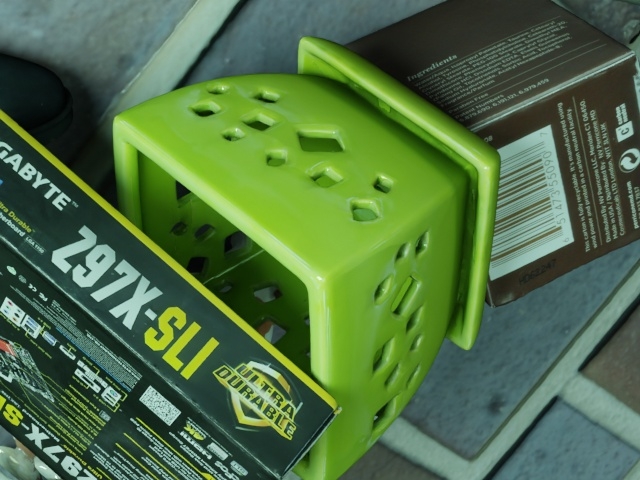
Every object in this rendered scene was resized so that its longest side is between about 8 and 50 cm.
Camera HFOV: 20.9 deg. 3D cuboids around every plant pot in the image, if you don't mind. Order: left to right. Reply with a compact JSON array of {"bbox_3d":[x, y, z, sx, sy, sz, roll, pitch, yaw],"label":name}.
[{"bbox_3d":[0.000,0.000,1.263,0.207,0.228,0.227,-34,144,-29],"label":"plant pot"}]

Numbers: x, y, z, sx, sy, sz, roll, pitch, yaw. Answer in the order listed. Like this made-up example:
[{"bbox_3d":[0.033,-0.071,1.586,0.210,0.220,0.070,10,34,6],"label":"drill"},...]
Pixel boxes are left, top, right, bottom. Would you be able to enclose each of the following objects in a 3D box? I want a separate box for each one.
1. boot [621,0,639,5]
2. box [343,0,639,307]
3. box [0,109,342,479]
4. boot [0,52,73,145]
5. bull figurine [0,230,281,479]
[{"bbox_3d":[0.320,-0.170,1.522,0.246,0.083,0.161,2,121,-25],"label":"boot"},{"bbox_3d":[0.146,-0.085,1.402,0.167,0.203,0.168,-25,125,-12],"label":"box"},{"bbox_3d":[-0.167,0.078,1.224,0.322,0.257,0.079,41,59,1],"label":"box"},{"bbox_3d":[-0.293,-0.161,1.211,0.246,0.094,0.207,-5,122,-17],"label":"boot"},{"bbox_3d":[-0.150,0.112,1.428,0.188,0.101,0.310,27,96,-27],"label":"bull figurine"}]
